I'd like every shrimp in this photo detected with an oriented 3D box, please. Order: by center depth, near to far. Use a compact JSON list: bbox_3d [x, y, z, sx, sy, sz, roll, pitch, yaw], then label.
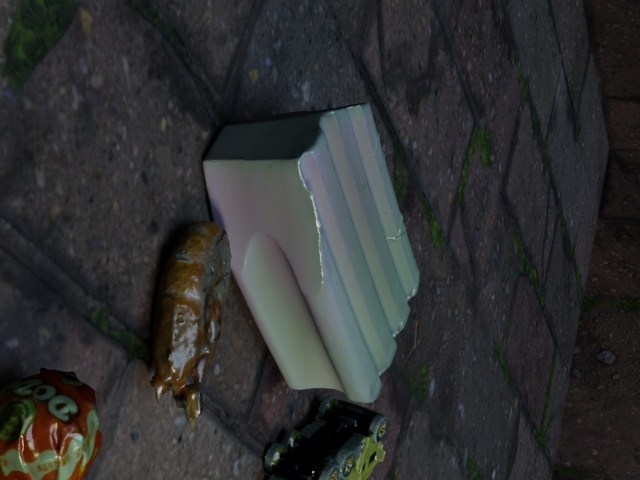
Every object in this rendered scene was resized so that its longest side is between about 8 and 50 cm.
[{"bbox_3d":[-0.109,0.074,0.974,0.132,0.052,0.187,53,45,-56],"label":"shrimp"}]

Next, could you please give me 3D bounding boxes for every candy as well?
[{"bbox_3d":[-0.190,0.212,0.817,0.084,0.078,0.287,-76,165,-49],"label":"candy"}]

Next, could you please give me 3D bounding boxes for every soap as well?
[{"bbox_3d":[0.000,0.000,1.127,0.347,0.115,0.208,69,34,-44],"label":"soap"}]

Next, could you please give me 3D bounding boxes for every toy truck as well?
[{"bbox_3d":[0.005,0.271,1.234,0.191,0.085,0.116,-32,133,-57],"label":"toy truck"}]
